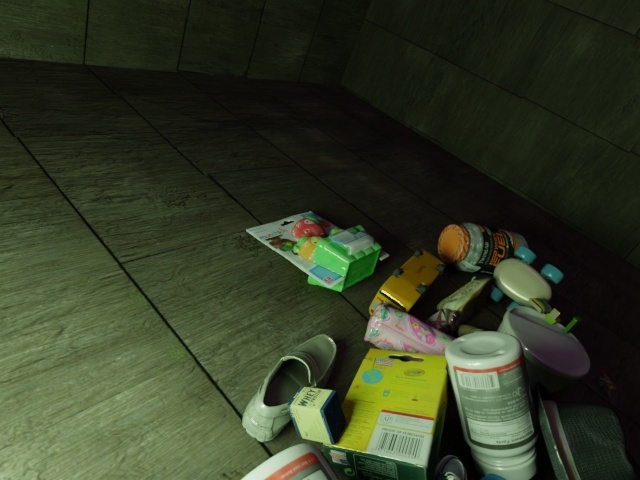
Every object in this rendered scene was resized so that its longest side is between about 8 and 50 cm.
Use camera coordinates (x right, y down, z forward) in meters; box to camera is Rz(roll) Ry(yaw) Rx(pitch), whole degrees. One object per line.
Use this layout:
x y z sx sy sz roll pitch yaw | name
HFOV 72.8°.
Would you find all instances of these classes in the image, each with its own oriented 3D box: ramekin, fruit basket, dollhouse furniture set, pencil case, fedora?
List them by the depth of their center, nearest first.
0.593 0.453 0.952 0.334 0.152 0.334 46 32 -40 | fedora
0.261 0.276 1.168 0.284 0.124 0.124 27 32 6 | pencil case
0.659 0.338 1.331 0.272 0.127 0.273 17 33 -11 | ramekin
0.000 0.000 1.376 0.353 0.166 0.327 37 34 27 | fruit basket
0.746 0.221 1.387 0.076 0.059 0.152 1 37 -35 | dollhouse furniture set

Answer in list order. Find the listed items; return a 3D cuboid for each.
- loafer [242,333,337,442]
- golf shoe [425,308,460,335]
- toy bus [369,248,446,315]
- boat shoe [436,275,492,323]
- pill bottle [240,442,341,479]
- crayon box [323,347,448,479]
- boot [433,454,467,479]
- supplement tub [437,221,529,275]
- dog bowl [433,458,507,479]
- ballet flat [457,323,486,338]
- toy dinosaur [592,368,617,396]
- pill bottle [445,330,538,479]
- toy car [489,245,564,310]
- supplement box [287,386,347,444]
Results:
-0.045 0.296 0.946 0.112 0.112 0.319 31 32 12 | loafer
0.351 0.269 1.308 0.085 0.068 0.186 3 23 38 | golf shoe
0.285 0.142 1.375 0.108 0.130 0.332 34 33 18 | toy bus
0.500 0.186 1.475 0.089 0.105 0.285 18 25 38 | boat shoe
0.012 0.495 0.592 0.210 0.210 0.363 -9 44 -42 | pill bottle
0.159 0.361 0.929 0.202 0.081 0.318 0 24 25 | crayon box
0.241 0.452 0.783 0.069 0.086 0.190 30 32 13 | boot
0.633 0.037 1.702 0.315 0.194 0.194 9 34 -21 | supplement tub
0.279 0.534 0.839 0.297 0.074 0.166 19 32 -8 | dog bowl
0.490 0.342 1.226 0.123 0.123 0.349 15 32 -13 | ballet flat
0.913 0.448 1.385 0.047 0.090 0.082 31 -14 -7 | toy dinosaur
0.380 0.360 0.951 0.161 0.284 0.161 -14 7 2 | pill bottle
0.758 0.173 1.629 0.210 0.219 0.238 42 7 29 | toy car
-0.006 0.337 0.840 0.083 0.083 0.056 -6 21 33 | supplement box
